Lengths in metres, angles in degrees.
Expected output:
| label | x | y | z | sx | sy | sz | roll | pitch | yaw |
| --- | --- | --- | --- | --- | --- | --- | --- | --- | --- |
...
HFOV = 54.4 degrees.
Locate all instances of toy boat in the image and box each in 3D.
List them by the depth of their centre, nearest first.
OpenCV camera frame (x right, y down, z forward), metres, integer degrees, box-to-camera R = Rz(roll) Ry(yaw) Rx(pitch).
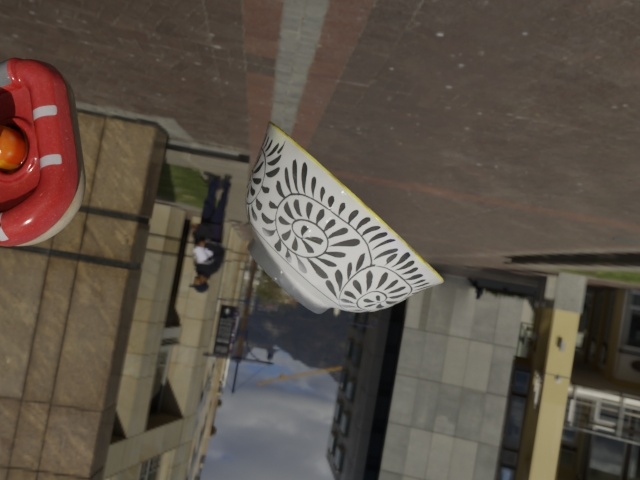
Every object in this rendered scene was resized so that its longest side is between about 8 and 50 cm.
| label | x | y | z | sx | sy | sz | roll | pitch | yaw |
| --- | --- | --- | --- | --- | --- | --- | --- | --- | --- |
| toy boat | -0.376 | -0.108 | 0.728 | 0.151 | 0.231 | 0.151 | -14 | 171 | 18 |

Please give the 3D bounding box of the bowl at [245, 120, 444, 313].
| label | x | y | z | sx | sy | sz | roll | pitch | yaw |
| --- | --- | --- | --- | --- | --- | --- | --- | --- | --- |
| bowl | 0.000 | 0.000 | 0.451 | 0.170 | 0.080 | 0.170 | 42 | -178 | -2 |
